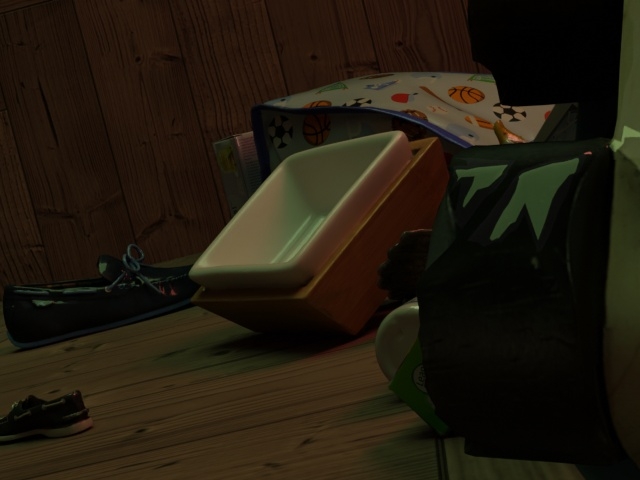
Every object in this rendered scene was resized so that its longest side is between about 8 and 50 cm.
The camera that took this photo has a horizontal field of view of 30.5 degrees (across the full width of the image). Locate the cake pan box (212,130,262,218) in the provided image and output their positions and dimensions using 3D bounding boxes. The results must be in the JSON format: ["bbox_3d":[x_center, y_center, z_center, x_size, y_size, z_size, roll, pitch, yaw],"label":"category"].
[{"bbox_3d":[-0.020,-0.065,1.836,0.266,0.246,0.070,-18,6,-38],"label":"cake pan box"}]

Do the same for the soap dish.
[{"bbox_3d":[0.000,0.000,1.287,0.229,0.118,0.291,-51,19,-22],"label":"soap dish"}]

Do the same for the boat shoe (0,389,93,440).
[{"bbox_3d":[-0.262,0.161,1.078,0.125,0.038,0.046,-11,5,37],"label":"boat shoe"}]

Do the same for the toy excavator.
[{"bbox_3d":[0.234,-0.036,0.552,0.222,0.433,0.445,-2,-28,25],"label":"toy excavator"}]

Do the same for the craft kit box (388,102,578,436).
[{"bbox_3d":[0.178,-0.011,0.774,0.250,0.061,0.247,-19,-34,-53],"label":"craft kit box"}]

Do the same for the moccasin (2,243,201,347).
[{"bbox_3d":[-0.334,0.076,1.861,0.342,0.117,0.137,-15,5,-16],"label":"moccasin"}]

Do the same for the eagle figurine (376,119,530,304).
[{"bbox_3d":[0.225,-0.016,1.125,0.298,0.225,0.226,-49,-24,-26],"label":"eagle figurine"}]

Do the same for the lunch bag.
[{"bbox_3d":[0.154,-0.117,1.662,0.385,0.239,0.328,2,18,37],"label":"lunch bag"}]

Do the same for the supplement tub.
[{"bbox_3d":[0.092,0.071,0.886,0.071,0.071,0.107,-12,4,28],"label":"supplement tub"}]
